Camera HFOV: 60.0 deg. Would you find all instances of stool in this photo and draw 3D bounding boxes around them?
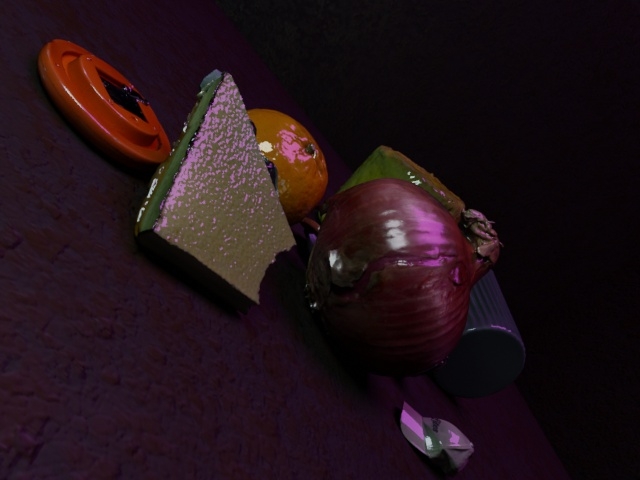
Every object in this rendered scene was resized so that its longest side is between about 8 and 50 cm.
[{"bbox_3d":[0.396,0.238,1.558,0.297,0.297,0.330,47,18,-26],"label":"stool"}]

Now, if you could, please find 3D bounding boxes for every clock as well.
[{"bbox_3d":[-0.277,-0.179,0.734,0.205,0.051,0.205,49,13,-16],"label":"clock"}]

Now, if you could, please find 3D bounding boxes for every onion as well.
[{"bbox_3d":[0.108,0.054,0.964,0.354,0.353,0.354,50,12,-15],"label":"onion"}]

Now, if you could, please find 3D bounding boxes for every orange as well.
[{"bbox_3d":[-0.090,-0.127,0.981,0.219,0.192,0.219,-20,90,-80],"label":"orange"}]

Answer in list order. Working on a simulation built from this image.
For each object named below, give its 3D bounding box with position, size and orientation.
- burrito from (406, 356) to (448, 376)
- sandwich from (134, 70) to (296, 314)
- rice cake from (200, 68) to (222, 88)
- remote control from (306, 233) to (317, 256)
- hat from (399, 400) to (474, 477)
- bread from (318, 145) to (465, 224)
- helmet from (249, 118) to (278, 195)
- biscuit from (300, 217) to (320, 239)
[{"bbox_3d":[0.167,0.180,1.172,0.229,0.089,0.144,59,-32,1],"label":"burrito"},{"bbox_3d":[-0.110,-0.052,0.716,0.212,0.063,0.245,44,52,-39],"label":"sandwich"},{"bbox_3d":[-0.223,-0.327,1.314,0.063,0.069,0.207,35,23,-55],"label":"rice cake"},{"bbox_3d":[0.043,0.094,1.174,0.256,0.045,0.097,54,4,-8],"label":"remote control"},{"bbox_3d":[0.210,0.354,1.009,0.166,0.081,0.122,44,8,8],"label":"hat"},{"bbox_3d":[0.194,-0.073,1.519,0.348,0.308,0.348,29,18,-10],"label":"bread"},{"bbox_3d":[-0.148,-0.085,0.800,0.153,0.107,0.177,-39,111,-49],"label":"helmet"},{"bbox_3d":[0.000,0.000,1.220,0.102,0.019,0.130,35,-19,36],"label":"biscuit"}]
